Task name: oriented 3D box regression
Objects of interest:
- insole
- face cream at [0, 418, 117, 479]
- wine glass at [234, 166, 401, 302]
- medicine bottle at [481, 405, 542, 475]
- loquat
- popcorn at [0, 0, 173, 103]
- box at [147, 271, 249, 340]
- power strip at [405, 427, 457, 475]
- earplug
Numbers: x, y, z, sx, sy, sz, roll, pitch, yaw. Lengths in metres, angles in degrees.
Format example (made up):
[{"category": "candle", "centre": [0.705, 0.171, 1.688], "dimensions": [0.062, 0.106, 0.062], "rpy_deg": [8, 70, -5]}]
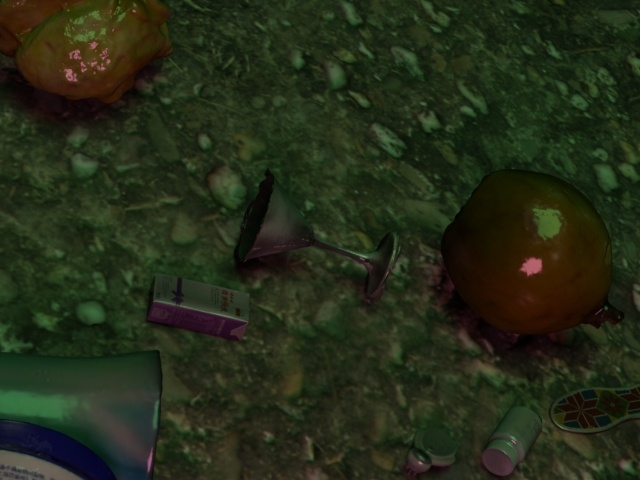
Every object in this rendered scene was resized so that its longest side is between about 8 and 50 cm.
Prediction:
[{"category": "insole", "centre": [0.363, 0.205, 2.018], "dimensions": [0.193, 0.006, 0.065], "rpy_deg": [-6, 52, -28]}, {"category": "face cream", "centre": [-0.294, 0.267, 1.513], "dimensions": [0.205, 0.206, 0.111], "rpy_deg": [15, 45, -10]}, {"category": "wine glass", "centre": [0.000, 0.000, 1.977], "dimensions": [0.182, 0.122, 0.122], "rpy_deg": [18, 43, -12]}, {"category": "medicine bottle", "centre": [0.223, 0.234, 1.897], "dimensions": [0.047, 0.047, 0.083], "rpy_deg": [34, 45, 9]}, {"category": "loquat", "centre": [0.274, 0.027, 2.012], "dimensions": [0.246, 0.213, 0.213], "rpy_deg": [40, 44, 3]}, {"category": "popcorn", "centre": [-0.294, -0.266, 2.053], "dimensions": [0.253, 0.191, 0.190], "rpy_deg": [0, 82, -23]}, {"category": "box", "centre": [-0.142, 0.077, 1.891], "dimensions": [0.117, 0.036, 0.051], "rpy_deg": [15, 44, -13]}, {"category": "power strip", "centre": [0.124, 0.244, 1.860], "dimensions": [0.055, 0.035, 0.083], "rpy_deg": [40, 32, 15]}, {"category": "earplug", "centre": [-0.328, 0.187, 1.615], "dimensions": [0.324, 0.185, 0.185], "rpy_deg": [6, 46, -11]}]
